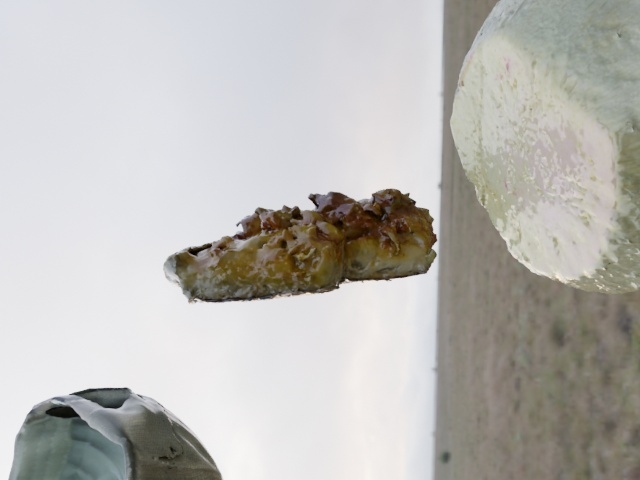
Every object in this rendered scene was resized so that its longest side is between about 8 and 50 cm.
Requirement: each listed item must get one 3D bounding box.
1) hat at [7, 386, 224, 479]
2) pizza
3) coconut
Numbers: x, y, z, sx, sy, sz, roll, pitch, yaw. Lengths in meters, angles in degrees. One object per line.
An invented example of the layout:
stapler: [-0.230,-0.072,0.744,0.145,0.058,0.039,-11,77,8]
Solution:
hat: [-0.166,0.230,0.551,0.232,0.161,0.275,-25,31,53]
pizza: [0.000,0.000,0.769,0.305,0.161,0.085,-9,-86,-42]
coconut: [0.244,-0.091,0.619,0.239,0.244,0.239,53,154,40]
